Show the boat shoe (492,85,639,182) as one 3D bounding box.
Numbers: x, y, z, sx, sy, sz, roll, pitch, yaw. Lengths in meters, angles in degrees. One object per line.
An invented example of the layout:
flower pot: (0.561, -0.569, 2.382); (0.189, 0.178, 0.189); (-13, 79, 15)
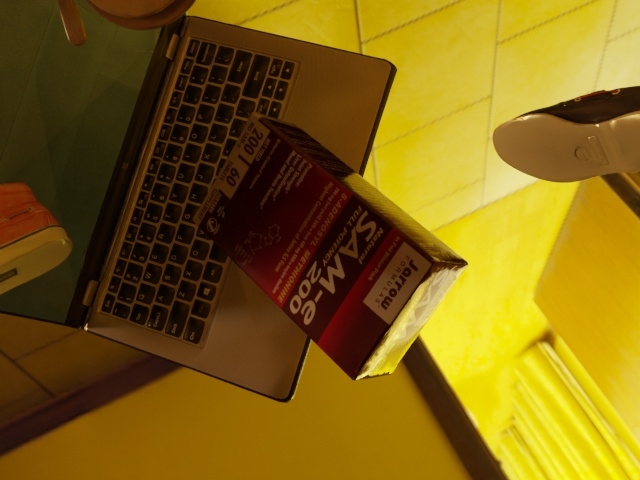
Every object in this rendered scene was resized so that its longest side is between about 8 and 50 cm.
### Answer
boat shoe: (0.168, -0.066, 0.450); (0.042, 0.133, 0.049); (-42, 116, -31)

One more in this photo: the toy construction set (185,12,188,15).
toy construction set: (-0.230, -0.208, 1.028); (0.237, 0.257, 0.309); (-45, 145, -68)

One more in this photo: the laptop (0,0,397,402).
laptop: (-0.186, -0.079, 0.718); (0.236, 0.408, 0.382); (28, 79, -75)

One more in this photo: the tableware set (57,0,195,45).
tableware set: (-0.123, -0.217, 0.406); (0.128, 0.194, 0.039); (-15, -170, 11)

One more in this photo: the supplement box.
supplement box: (0.000, 0.000, 0.669); (0.073, 0.239, 0.130); (6, 121, -56)

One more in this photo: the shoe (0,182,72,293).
shoe: (-0.309, 0.012, 0.615); (0.178, 0.081, 0.063); (-30, 159, -34)
